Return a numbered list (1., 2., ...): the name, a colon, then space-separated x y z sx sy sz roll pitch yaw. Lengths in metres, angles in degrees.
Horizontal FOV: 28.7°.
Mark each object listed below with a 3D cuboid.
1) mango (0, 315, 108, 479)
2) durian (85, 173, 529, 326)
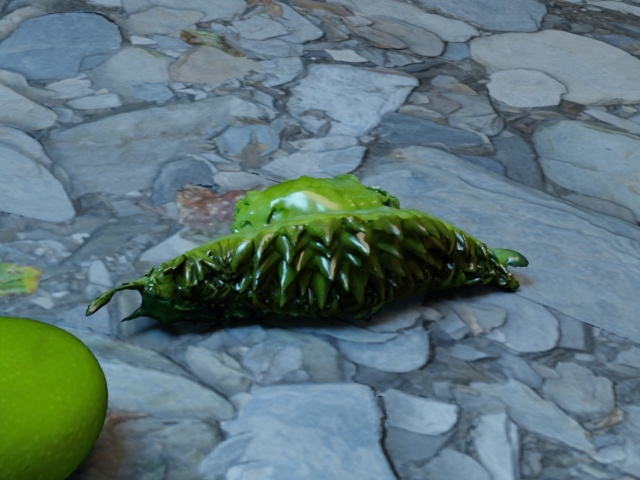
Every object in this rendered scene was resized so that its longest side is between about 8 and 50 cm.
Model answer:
1. mango: -0.257 0.093 0.694 0.293 0.143 0.175 4 24 -30
2. durian: 0.000 0.008 0.940 0.375 0.107 0.132 -2 27 -27
